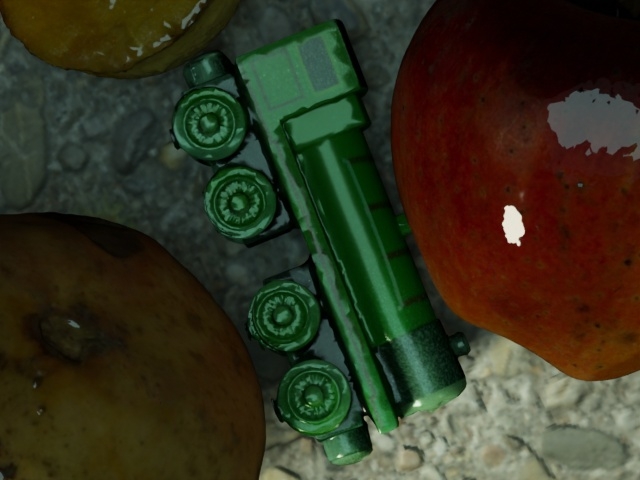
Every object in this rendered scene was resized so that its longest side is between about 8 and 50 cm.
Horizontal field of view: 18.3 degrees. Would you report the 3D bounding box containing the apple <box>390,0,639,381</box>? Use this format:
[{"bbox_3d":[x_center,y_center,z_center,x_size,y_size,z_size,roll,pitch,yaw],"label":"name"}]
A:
[{"bbox_3d":[0.144,-0.050,1.052,0.234,0.234,0.234,0,92,10],"label":"apple"}]

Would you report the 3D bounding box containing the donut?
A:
[{"bbox_3d":[-0.108,-0.171,1.144,0.162,0.065,0.178,1,75,23],"label":"donut"}]

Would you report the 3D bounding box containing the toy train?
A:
[{"bbox_3d":[0.000,0.000,1.142,0.119,0.085,0.251,-22,87,0],"label":"toy train"}]

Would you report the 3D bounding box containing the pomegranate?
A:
[{"bbox_3d":[-0.166,0.120,1.078,0.281,0.281,0.281,0,92,10],"label":"pomegranate"}]
